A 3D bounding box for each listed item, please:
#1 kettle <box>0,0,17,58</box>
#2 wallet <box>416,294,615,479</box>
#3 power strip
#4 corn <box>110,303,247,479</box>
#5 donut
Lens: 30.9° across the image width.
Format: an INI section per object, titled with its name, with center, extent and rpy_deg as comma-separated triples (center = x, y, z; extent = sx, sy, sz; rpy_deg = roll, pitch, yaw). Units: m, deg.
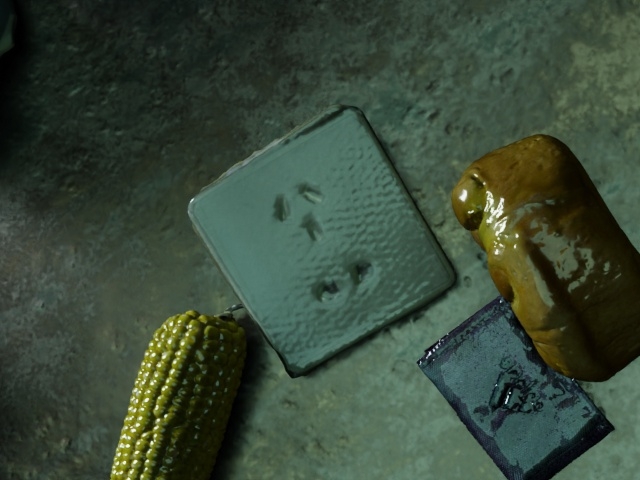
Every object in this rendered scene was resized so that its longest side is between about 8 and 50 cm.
[kettle]
center = -0.494, -0.227, 1.197
extent = 0.342, 0.247, 0.319
rpy_deg = 32, 65, 7
[wallet]
center = 0.181, 0.144, 1.089
extent = 0.111, 0.030, 0.166
rpy_deg = -40, 75, 10
[power strip]
center = 0.000, 0.000, 1.128
extent = 0.198, 0.064, 0.213
rpy_deg = -30, 92, 6
[corn]
center = -0.148, 0.199, 1.120
extent = 0.102, 0.101, 0.310
rpy_deg = 18, 89, 14
[donut]
center = 0.207, 0.016, 1.005
extent = 0.114, 0.226, 0.226
rpy_deg = -33, 78, 8
